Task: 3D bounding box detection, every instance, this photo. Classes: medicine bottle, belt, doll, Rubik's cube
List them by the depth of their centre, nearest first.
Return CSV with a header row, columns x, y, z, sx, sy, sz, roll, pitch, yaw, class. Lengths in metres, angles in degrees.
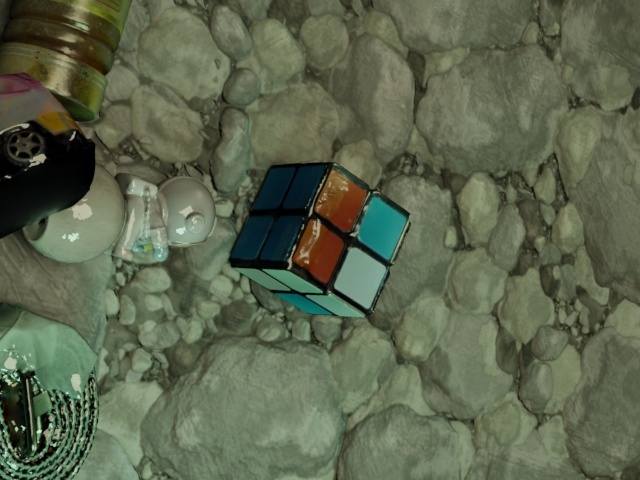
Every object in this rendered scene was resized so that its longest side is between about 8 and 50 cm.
x,y,z,sx,sy,sz,roll,pitch,yaw,class
-0.403,0.209,1.854,0.207,0.150,0.258,-8,95,-41,belt
-0.329,-0.336,1.900,0.151,0.151,0.322,21,79,-31,medicine bottle
-0.267,-0.040,1.951,0.287,0.151,0.151,0,90,-37,doll
0.000,0.000,2.102,0.180,0.167,0.183,30,75,-30,Rubik's cube

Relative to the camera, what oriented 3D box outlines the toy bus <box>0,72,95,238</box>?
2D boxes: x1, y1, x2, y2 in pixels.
x,y,z,sx,sy,sz,roll,pitch,yaw,class
-0.477,-0.077,1.729,0.386,0.171,0.162,-25,68,-19,toy bus
